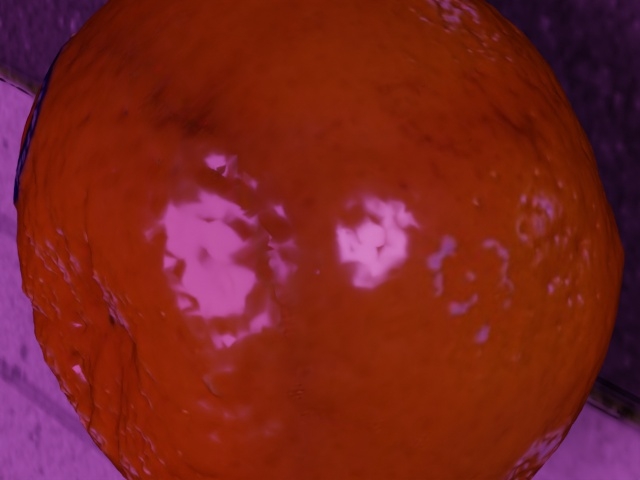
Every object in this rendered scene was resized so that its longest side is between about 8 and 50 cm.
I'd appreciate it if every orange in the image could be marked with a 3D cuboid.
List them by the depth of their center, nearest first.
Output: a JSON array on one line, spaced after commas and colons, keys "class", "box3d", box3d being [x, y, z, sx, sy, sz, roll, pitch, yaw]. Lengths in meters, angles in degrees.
[{"class": "orange", "box3d": [-0.003, 0.002, 0.517, 0.177, 0.155, 0.177, 15, 108, 57]}]
